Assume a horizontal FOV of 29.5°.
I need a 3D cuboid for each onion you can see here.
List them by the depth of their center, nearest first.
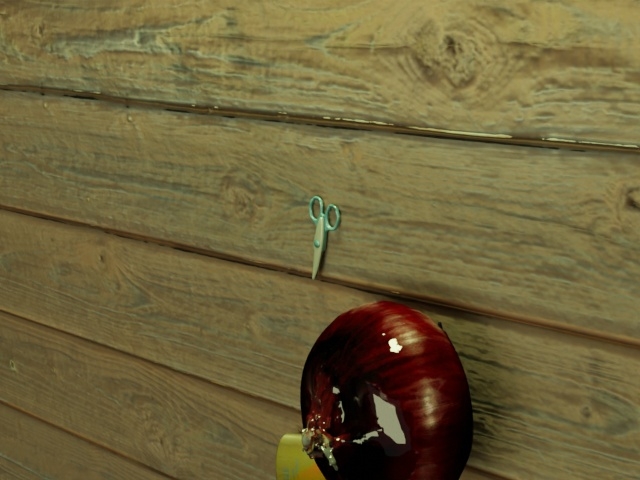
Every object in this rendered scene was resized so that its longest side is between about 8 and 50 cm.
[{"bbox_3d":[0.056,0.218,1.501,0.273,0.285,0.273,19,114,49],"label":"onion"}]

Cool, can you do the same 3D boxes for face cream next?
[{"bbox_3d":[0.051,0.348,1.718,0.285,0.067,0.139,-6,96,47],"label":"face cream"}]

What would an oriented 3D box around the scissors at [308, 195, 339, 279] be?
[{"bbox_3d":[0.000,0.000,1.668,0.058,0.014,0.119,28,121,38],"label":"scissors"}]
